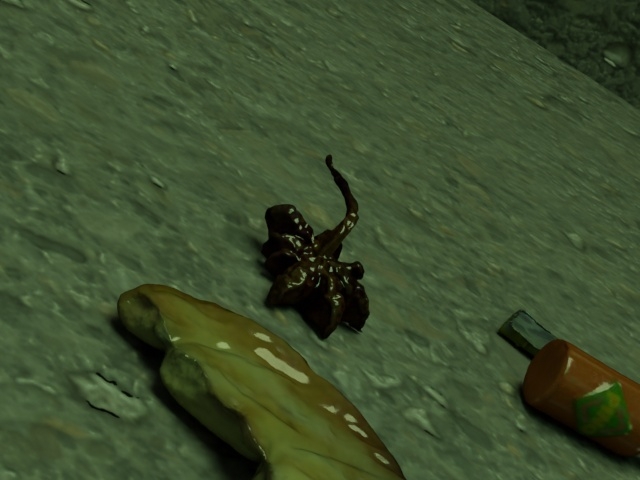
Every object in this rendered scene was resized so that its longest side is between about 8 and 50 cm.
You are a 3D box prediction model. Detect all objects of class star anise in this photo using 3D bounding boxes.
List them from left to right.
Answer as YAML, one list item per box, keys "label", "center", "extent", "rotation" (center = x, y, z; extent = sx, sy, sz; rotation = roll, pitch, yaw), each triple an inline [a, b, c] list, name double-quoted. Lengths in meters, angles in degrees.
- label: "star anise"
  center: [0.000, 0.000, 1.199]
  extent: [0.097, 0.070, 0.191]
  rotation: [15, 40, -19]

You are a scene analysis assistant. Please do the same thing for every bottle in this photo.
- label: "bottle"
  center: [0.273, 0.157, 1.292]
  extent: [0.187, 0.069, 0.069]
  rotation: [28, 23, -16]

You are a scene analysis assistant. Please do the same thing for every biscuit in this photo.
- label: "biscuit"
  center: [-0.017, 0.137, 0.941]
  extent: [0.154, 0.045, 0.299]
  rotation: [12, 31, -43]

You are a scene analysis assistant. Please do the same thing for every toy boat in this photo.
- label: "toy boat"
  center: [0.224, 0.112, 1.383]
  extent: [0.115, 0.016, 0.063]
  rotation: [41, 22, 10]
